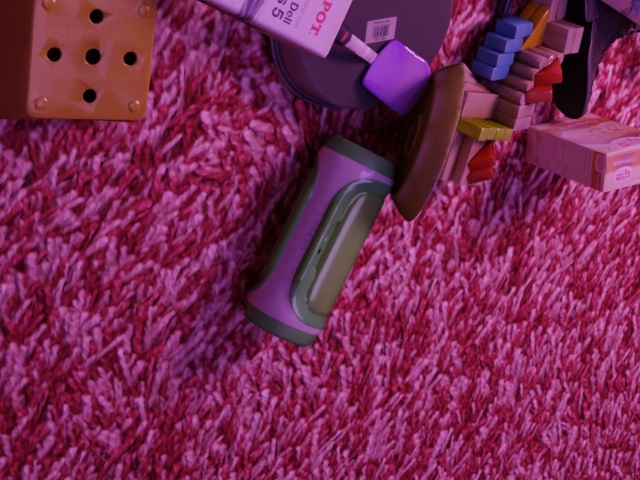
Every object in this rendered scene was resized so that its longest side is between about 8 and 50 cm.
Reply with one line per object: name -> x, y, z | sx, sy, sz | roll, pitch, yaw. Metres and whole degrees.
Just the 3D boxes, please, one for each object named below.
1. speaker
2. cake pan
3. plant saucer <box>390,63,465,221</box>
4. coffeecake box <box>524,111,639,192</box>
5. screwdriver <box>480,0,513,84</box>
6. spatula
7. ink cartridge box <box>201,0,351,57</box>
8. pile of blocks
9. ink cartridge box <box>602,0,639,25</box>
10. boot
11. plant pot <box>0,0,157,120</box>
speaker -> 0.000, 0.000, 1.646 | 0.131, 0.131, 0.297 | 23, 95, -38
cake pan -> 0.069, -0.308, 1.573 | 0.293, 0.054, 0.293 | -20, 132, -24
plant saucer -> 0.148, -0.147, 1.639 | 0.037, 0.241, 0.241 | 18, 100, -7
coffeecake box -> 0.451, -0.147, 1.845 | 0.142, 0.185, 0.068 | -14, 116, -29
screwdriver -> 0.272, -0.319, 1.768 | 0.024, 0.025, 0.170 | 2, 116, -35
spatula -> 0.047, -0.266, 1.525 | 0.296, 0.030, 0.084 | 28, 101, -45
ink cartridge box -> -0.081, -0.359, 1.295 | 0.272, 0.115, 0.198 | 22, 97, -28
pile of blocks -> 0.291, -0.233, 1.731 | 0.149, 0.112, 0.362 | 32, 90, -52
ink cartridge box -> 0.521, -0.443, 1.708 | 0.232, 0.168, 0.171 | 28, 71, -16
boot -> 0.487, -0.344, 1.854 | 0.229, 0.091, 0.263 | -19, 123, -32
plant pot -> -0.299, -0.231, 1.315 | 0.212, 0.187, 0.212 | -2, 111, -33
